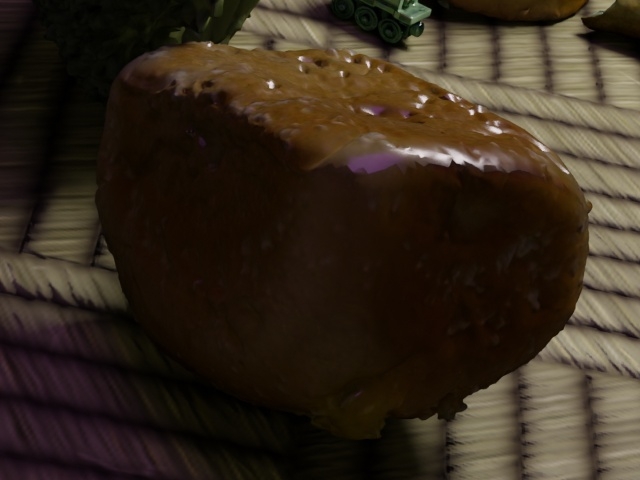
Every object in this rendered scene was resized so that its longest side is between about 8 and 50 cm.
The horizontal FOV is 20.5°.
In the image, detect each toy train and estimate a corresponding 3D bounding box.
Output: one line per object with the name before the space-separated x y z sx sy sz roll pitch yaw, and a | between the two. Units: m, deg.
toy train | 0.044 -0.183 1.319 0.083 0.053 0.033 29 35 23

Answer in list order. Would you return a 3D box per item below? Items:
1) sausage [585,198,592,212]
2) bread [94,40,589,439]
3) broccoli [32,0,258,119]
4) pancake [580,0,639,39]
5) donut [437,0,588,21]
sausage | 0.148 -0.009 1.134 0.015 0.015 0.100 32 37 24
bread | 0.000 0.000 0.924 0.196 0.176 0.246 1 19 -38
broccoli | -0.021 -0.216 1.127 0.397 0.274 0.353 -22 41 -24
pancake | 0.379 -0.189 1.467 0.377 0.054 0.197 2 37 -22
donut | 0.141 -0.301 1.428 0.278 0.108 0.277 23 44 -24
